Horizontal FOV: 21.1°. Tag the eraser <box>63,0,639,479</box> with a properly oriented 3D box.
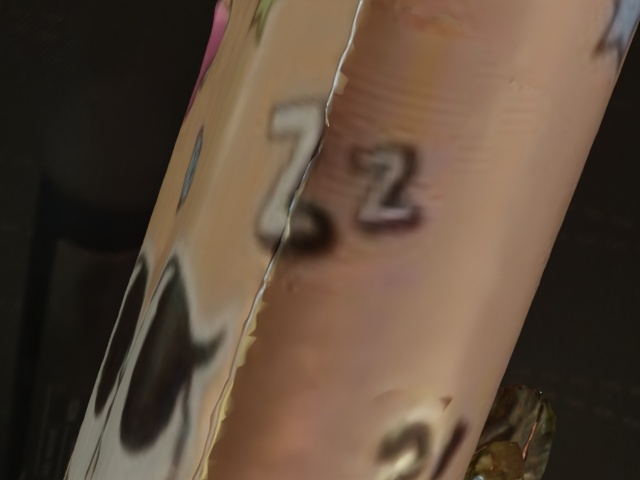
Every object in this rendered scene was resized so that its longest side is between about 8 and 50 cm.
[{"bbox_3d":[0.000,0.000,0.409,0.087,0.171,0.290,18,101,-13],"label":"eraser"}]

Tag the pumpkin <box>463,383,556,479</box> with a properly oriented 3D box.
[{"bbox_3d":[0.026,0.181,0.834,0.131,0.126,0.248,31,107,-36],"label":"pumpkin"}]
